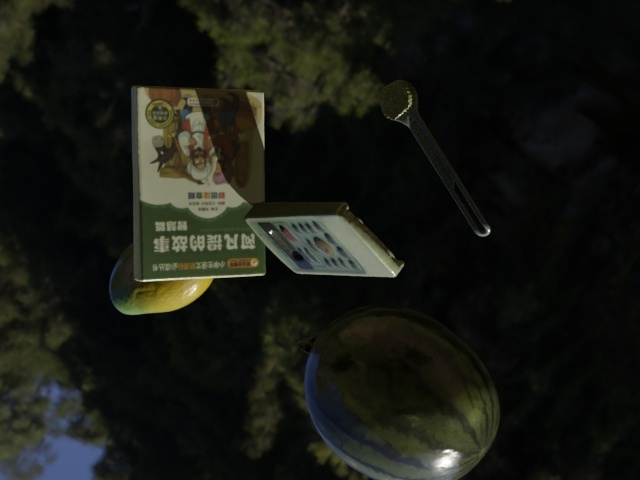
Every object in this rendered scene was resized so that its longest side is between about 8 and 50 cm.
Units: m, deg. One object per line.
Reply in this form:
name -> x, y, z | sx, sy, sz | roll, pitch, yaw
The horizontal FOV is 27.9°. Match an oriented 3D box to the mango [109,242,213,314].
mango -> -0.247, 0.052, 1.986 | 0.130, 0.195, 0.092 | 60, -153, 11

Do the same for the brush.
brush -> 0.168, -0.118, 1.873 | 0.027, 0.062, 0.266 | -19, -106, -52

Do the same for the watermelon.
watermelon -> 0.120, 0.249, 2.123 | 0.359, 0.278, 0.279 | 34, -163, 32

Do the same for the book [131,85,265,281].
book -> -0.166, -0.079, 1.790 | 0.202, 0.264, 0.027 | -2, -177, -35

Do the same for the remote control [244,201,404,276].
remote control -> 0.000, 0.000, 1.694 | 0.123, 0.038, 0.285 | 46, 162, -22
